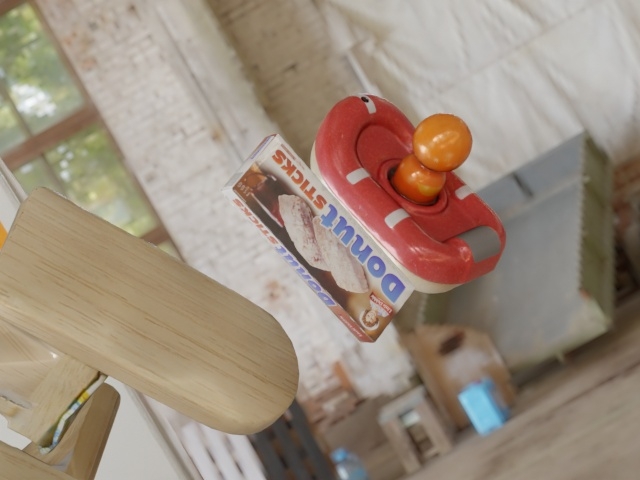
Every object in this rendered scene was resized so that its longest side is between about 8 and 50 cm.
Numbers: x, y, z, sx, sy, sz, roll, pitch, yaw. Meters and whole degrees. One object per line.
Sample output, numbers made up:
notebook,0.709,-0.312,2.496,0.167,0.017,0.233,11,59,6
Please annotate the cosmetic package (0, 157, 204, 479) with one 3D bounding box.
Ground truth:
cosmetic package,-0.273,0.142,1.251,0.230,0.453,0.161,-34,-22,-5

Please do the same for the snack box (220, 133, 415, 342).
snack box,0.000,0.000,1.192,0.064,0.178,0.022,-52,22,-25

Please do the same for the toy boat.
toy boat,0.101,-0.069,1.503,0.151,0.231,0.151,-21,-29,-46

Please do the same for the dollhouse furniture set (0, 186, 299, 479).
dollhouse furniture set,-0.142,0.257,0.666,0.362,0.256,0.394,-46,20,41
